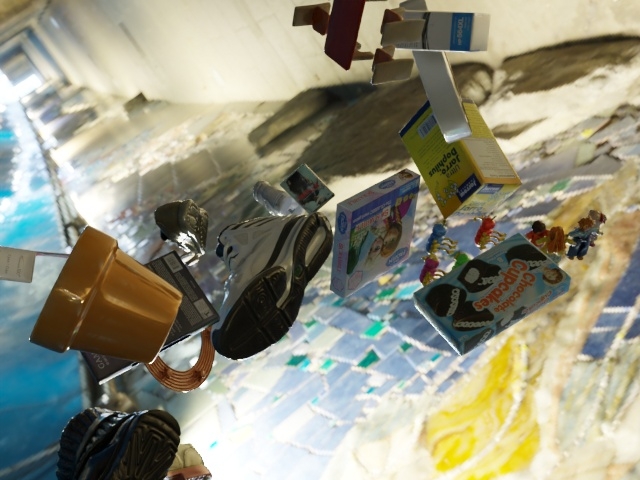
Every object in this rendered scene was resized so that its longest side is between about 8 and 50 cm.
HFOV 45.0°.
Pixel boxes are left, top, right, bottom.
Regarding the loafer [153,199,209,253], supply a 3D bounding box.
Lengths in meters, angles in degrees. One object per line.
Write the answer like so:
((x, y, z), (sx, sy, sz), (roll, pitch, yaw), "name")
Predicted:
((-0.297, -0.034, 1.665), (0.251, 0.088, 0.094), (84, -170, -73), "loafer")

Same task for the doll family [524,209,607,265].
((0.718, -0.003, 2.219), (0.163, 0.263, 0.118), (84, 172, -48), "doll family")

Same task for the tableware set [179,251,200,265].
((-0.380, 0.067, 2.029), (0.020, 0.141, 0.169), (59, -176, 9), "tableware set")

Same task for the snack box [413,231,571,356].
((0.405, 0.122, 1.833), (0.187, 0.322, 0.060), (49, 160, 39), "snack box")

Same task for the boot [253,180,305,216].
((-0.132, -0.122, 2.453), (0.123, 0.095, 0.258), (35, 173, 17), "boot")

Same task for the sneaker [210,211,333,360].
((-0.173, 0.100, 1.851), (0.258, 0.447, 0.169), (2, 131, 37), "sneaker")

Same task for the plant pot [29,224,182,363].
((-0.335, 0.106, 1.251), (0.188, 0.205, 0.205), (26, 176, -14), "plant pot")

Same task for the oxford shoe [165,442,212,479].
((-0.472, 0.605, 2.051), (0.397, 0.140, 0.146), (21, -151, -51), "oxford shoe")

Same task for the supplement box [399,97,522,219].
((0.441, -0.264, 2.472), (0.195, 0.194, 0.356), (-48, 56, 42), "supplement box")

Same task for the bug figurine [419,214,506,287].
((0.343, 0.028, 1.980), (0.072, 0.279, 0.216), (44, 126, 37), "bug figurine")

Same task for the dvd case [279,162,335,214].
((-0.033, -0.130, 1.990), (0.119, 0.087, 0.013), (45, -164, -20), "dvd case")

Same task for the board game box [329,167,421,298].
((0.166, -0.023, 2.350), (0.066, 0.319, 0.317), (31, 134, 33), "board game box")

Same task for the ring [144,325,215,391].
((-0.394, 0.253, 2.155), (0.336, 0.032, 0.336), (38, -137, -47), "ring")

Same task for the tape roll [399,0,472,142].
((0.299, -0.443, 2.000), (0.392, 0.072, 0.391), (-18, -90, -76), "tape roll")

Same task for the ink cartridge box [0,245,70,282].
((-0.570, 0.047, 1.491), (0.261, 0.066, 0.296), (9, 175, -24), "ink cartridge box")

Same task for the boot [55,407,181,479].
((-0.409, 0.449, 1.365), (0.260, 0.348, 0.131), (-13, 126, 41), "boot")

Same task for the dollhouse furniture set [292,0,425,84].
((0.054, -0.440, 1.404), (0.262, 0.135, 0.259), (44, 137, 34), "dollhouse furniture set")

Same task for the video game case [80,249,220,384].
((-0.376, 0.152, 1.599), (0.196, 0.274, 0.026), (52, 156, 25), "video game case")

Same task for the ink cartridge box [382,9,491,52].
((0.256, -0.463, 1.708), (0.203, 0.148, 0.085), (10, 109, 24), "ink cartridge box")
